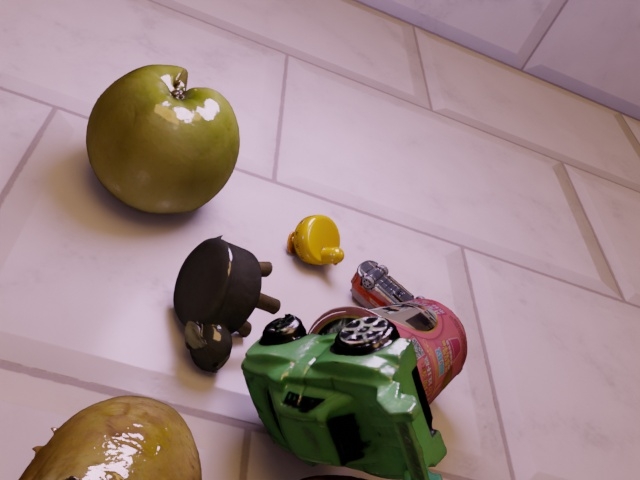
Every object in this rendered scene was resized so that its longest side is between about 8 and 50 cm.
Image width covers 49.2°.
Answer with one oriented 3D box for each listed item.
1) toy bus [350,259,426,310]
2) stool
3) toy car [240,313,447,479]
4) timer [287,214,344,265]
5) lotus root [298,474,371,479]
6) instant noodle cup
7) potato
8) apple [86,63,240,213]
[{"bbox_3d":[0.137,0.120,1.412,0.174,0.077,0.079,39,38,15],"label":"toy bus"},{"bbox_3d":[-0.167,0.108,1.200,0.139,0.228,0.153,25,-11,-39],"label":"stool"},{"bbox_3d":[0.028,0.235,0.989,0.358,0.214,0.176,-3,25,37],"label":"toy car"},{"bbox_3d":[0.000,0.000,1.439,0.107,0.109,0.107,4,84,-43],"label":"timer"},{"bbox_3d":[0.040,0.409,0.959,0.313,0.141,0.169,11,39,-23],"label":"lotus root"},{"bbox_3d":[0.131,0.204,1.210,0.244,0.244,0.255,46,32,22],"label":"instant noodle cup"},{"bbox_3d":[-0.254,0.308,0.864,0.229,0.229,0.266,29,22,1],"label":"potato"},{"bbox_3d":[-0.302,-0.197,1.357,0.291,0.254,0.292,14,42,-13],"label":"apple"}]
